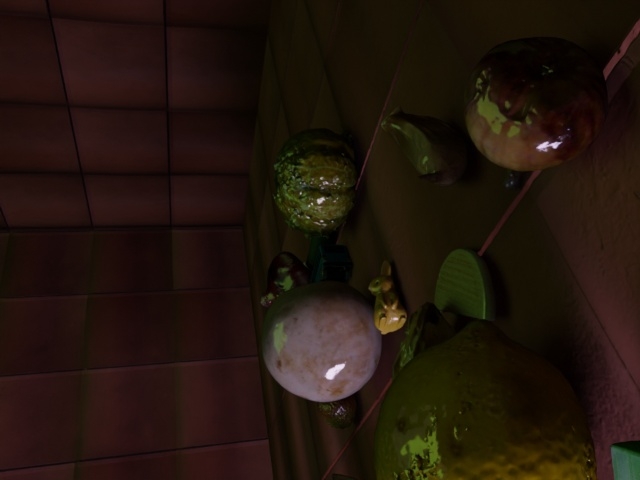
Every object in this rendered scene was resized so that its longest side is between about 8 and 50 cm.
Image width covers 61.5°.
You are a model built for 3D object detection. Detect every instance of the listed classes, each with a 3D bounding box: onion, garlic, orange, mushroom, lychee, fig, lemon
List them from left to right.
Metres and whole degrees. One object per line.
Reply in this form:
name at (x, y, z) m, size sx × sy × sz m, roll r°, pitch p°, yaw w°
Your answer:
onion at (-0.099, 0.174, 1.751) m, size 0.272 × 0.195 × 0.272 m, roll 51°, pitch 160°, yaw 27°
orange at (-0.025, -0.160, 1.484) m, size 0.301 × 0.223 × 0.300 m, roll 108°, pitch 161°, yaw -52°
mushroom at (0.005, 0.241, 1.331) m, size 0.290 × 0.298 × 0.297 m, roll 16°, pitch -108°, yaw -84°
lychee at (0.047, 0.450, 1.477) m, size 0.114 × 0.114 × 0.146 m, roll -128°, pitch 19°, yaw -65°
garlic at (0.181, -0.142, 0.896) m, size 0.090 × 0.129 × 0.198 m, roll -58°, pitch 30°, yaw 36°
lemon at (0.193, 0.252, 0.650) m, size 0.258 × 0.258 × 0.310 m, roll 166°, pitch 109°, yaw -74°
fig at (0.238, -0.131, 0.660) m, size 0.160 × 0.143 × 0.230 m, roll 47°, pitch 145°, yaw 20°

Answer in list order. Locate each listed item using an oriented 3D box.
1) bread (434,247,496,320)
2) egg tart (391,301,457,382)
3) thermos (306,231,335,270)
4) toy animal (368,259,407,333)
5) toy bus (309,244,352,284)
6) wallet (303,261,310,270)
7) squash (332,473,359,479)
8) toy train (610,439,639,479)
bread at (0.239, 0.068, 0.885) m, size 0.193 × 0.036 × 0.112 m, roll 168°, pitch 105°, yaw -78°
egg tart at (0.190, 0.218, 0.860) m, size 0.241 × 0.106 × 0.240 m, roll 2°, pitch -90°, yaw -64°
thermos at (0.004, 0.002, 1.665) m, size 0.083 × 0.073 × 0.187 m, roll -108°, pitch 24°, yaw -47°
toy animal at (0.142, 0.119, 1.190) m, size 0.083 × 0.070 × 0.159 m, roll 110°, pitch 159°, yaw -57°
toy bus at (0.026, 0.104, 1.564) m, size 0.184 × 0.090 × 0.106 m, roll 106°, pitch 157°, yaw -43°
wallet at (-0.047, 0.178, 1.944) m, size 0.124 × 0.032 × 0.182 m, roll 112°, pitch 151°, yaw -54°
squash at (0.103, 0.678, 1.218) m, size 0.155 × 0.204 × 0.237 m, roll -60°, pitch 27°, yaw 19°
toy train at (0.334, 0.309, 0.485) m, size 0.119 × 0.085 × 0.251 m, roll 137°, pitch 132°, yaw -77°
